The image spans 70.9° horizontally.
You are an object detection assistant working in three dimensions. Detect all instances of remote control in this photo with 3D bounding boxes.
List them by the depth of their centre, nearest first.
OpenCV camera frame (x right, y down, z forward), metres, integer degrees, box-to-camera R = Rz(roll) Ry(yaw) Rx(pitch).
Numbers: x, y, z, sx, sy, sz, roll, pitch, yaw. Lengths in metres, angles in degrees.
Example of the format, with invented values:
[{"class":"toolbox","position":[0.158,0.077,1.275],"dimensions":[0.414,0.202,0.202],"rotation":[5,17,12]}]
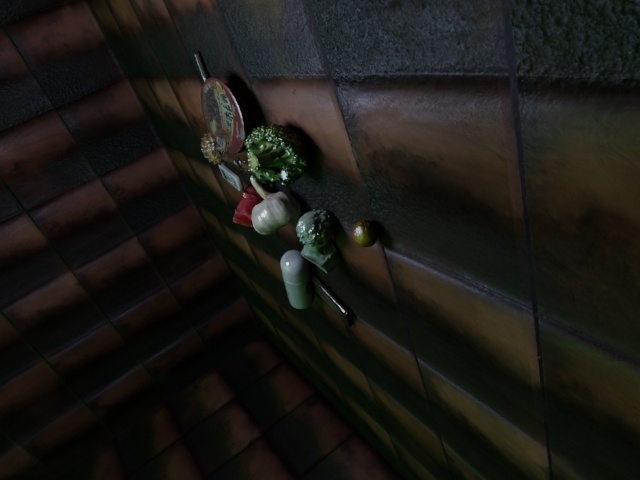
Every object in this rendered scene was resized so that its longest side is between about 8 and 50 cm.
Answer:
[{"class":"remote control","position":[-0.448,-0.316,2.245],"dimensions":[0.190,0.029,0.087],"rotation":[39,154,39]}]

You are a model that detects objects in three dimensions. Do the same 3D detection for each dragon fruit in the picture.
[{"class":"dragon fruit","position":[-0.243,-0.143,1.838],"dimensions":[0.189,0.163,0.261],"rotation":[47,-159,-6]}]

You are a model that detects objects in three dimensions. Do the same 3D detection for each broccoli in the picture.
[{"class":"broccoli","position":[-0.137,-0.262,1.404],"dimensions":[0.226,0.176,0.197],"rotation":[-123,20,-54]}]

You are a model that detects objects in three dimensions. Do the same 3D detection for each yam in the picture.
[{"class":"yam","position":[-0.248,-0.306,1.665],"dimensions":[0.280,0.131,0.131],"rotation":[27,145,50]}]

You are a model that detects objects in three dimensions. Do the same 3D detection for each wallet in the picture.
[{"class":"wallet","position":[0.053,0.265,1.964],"dimensions":[0.243,0.039,0.132],"rotation":[42,162,34]}]

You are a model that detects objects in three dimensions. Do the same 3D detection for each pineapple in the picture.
[{"class":"pineapple","position":[-0.430,-0.398,1.906],"dimensions":[0.193,0.166,0.166],"rotation":[37,153,58]}]

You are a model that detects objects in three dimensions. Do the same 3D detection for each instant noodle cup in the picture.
[{"class":"instant noodle cup","position":[-0.319,-0.453,1.612],"dimensions":[0.274,0.091,0.273],"rotation":[31,136,36]}]

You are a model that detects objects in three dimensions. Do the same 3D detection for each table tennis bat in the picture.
[{"class":"table tennis bat","position":[-0.440,-0.592,1.788],"dimensions":[0.173,0.022,0.301],"rotation":[46,156,56]}]

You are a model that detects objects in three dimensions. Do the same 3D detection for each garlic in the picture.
[{"class":"garlic","position":[-0.197,-0.143,1.680],"dimensions":[0.226,0.199,0.199],"rotation":[57,160,-5]}]

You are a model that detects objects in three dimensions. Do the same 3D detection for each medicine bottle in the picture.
[{"class":"medicine bottle","position":[-0.104,0.172,2.046],"dimensions":[0.130,0.130,0.340],"rotation":[43,156,33]}]

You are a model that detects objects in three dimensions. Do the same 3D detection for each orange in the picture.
[{"class":"orange","position":[0.130,-0.020,1.293],"dimensions":[0.085,0.085,0.085],"rotation":[47,158,26]}]

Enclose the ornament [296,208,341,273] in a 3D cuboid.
[{"class":"ornament","position":[-0.012,0.009,1.588],"dimensions":[0.120,0.130,0.285],"rotation":[38,154,31]}]
